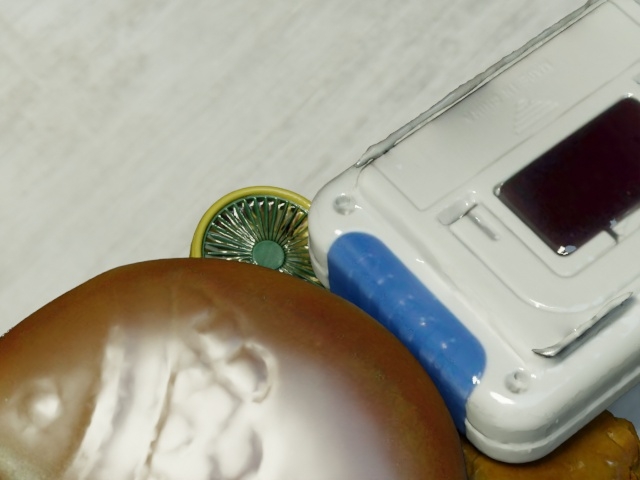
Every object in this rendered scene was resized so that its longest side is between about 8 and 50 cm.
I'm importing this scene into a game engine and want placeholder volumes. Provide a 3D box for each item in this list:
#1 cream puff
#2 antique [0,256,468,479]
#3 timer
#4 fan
[{"bbox_3d":[0.114,0.136,0.831,0.116,0.094,0.122,-26,51,-21],"label":"cream puff"},{"bbox_3d":[-0.041,0.130,0.764,0.278,0.129,0.223,26,77,8],"label":"antique"},{"bbox_3d":[0.134,-0.022,0.831,0.253,0.078,0.178,-35,61,-18],"label":"timer"},{"bbox_3d":[0.000,0.000,0.890,0.155,0.039,0.082,-26,74,-21],"label":"fan"}]
